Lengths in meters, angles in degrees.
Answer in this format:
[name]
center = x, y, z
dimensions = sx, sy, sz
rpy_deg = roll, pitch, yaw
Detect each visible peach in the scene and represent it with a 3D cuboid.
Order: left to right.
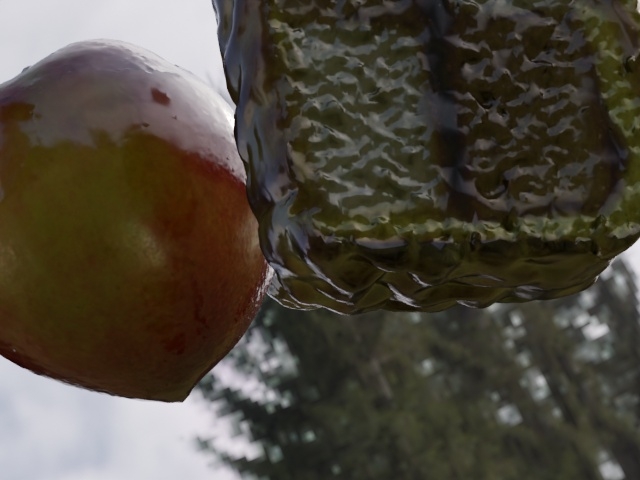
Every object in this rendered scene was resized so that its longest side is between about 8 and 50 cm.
[peach]
center = -0.110, -0.007, 0.998
dimensions = 0.197, 0.197, 0.197
rpy_deg = -18, -32, -11

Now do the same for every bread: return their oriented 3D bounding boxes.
[bread]
center = 0.047, -0.081, 0.805
dimensions = 0.181, 0.222, 0.096
rpy_deg = -7, -16, -13

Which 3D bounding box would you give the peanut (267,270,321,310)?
[peanut]
center = 0.000, 0.000, 1.476
dimensions = 0.099, 0.099, 0.214
rpy_deg = -17, -8, -12
